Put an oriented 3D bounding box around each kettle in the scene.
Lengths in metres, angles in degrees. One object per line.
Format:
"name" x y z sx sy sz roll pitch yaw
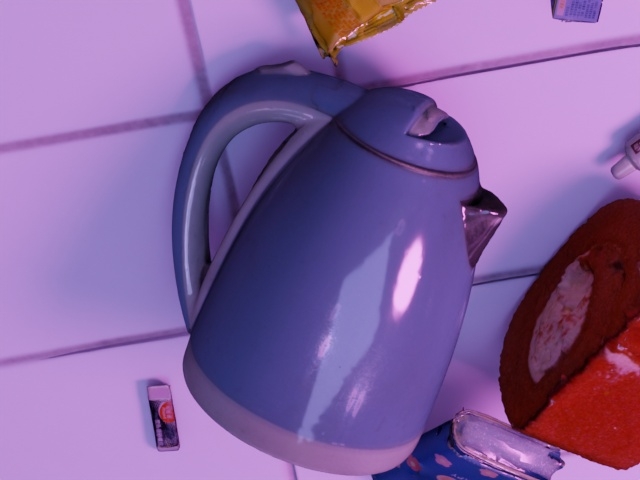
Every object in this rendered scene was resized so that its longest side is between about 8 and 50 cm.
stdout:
"kettle" 0.000 0.000 1.748 0.319 0.247 0.342 25 114 11

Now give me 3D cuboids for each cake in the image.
"cake" 0.306 0.090 1.843 0.151 0.177 0.283 24 124 -19

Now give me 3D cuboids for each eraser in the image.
"eraser" -0.168 0.192 1.969 0.027 0.019 0.099 -5 123 0

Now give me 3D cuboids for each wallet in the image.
"wallet" 0.156 0.243 1.939 0.141 0.059 0.202 22 154 -16

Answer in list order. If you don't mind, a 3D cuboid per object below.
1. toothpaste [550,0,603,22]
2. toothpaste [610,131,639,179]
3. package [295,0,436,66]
"toothpaste" 0.244 -0.295 1.651 0.044 0.070 0.193 6 131 -1
"toothpaste" 0.380 -0.129 1.783 0.233 0.038 0.060 -36 121 15
"package" 0.013 -0.271 1.633 0.168 0.090 0.226 -25 119 16
